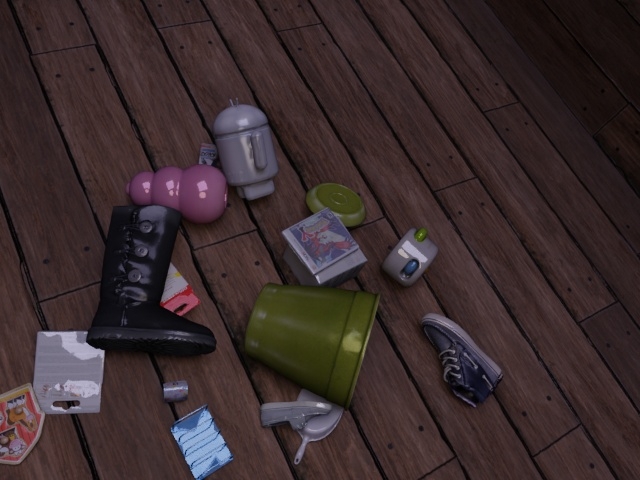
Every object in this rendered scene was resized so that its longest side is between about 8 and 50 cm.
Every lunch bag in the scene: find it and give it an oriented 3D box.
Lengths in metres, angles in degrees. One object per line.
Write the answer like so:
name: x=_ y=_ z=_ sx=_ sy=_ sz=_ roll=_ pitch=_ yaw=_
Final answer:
lunch bag: x=-0.427 y=0.443 z=1.623 sx=0.071 sy=0.083 sz=0.053 roll=-3 pitch=64 yaw=-17

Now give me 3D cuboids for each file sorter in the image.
file sorter: x=-0.335 y=0.573 z=1.568 sx=0.118 sy=0.104 sz=0.170 roll=-25 pitch=72 yaw=-25

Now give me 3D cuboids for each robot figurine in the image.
robot figurine: x=-0.265 y=-0.326 z=1.958 sx=0.199 sy=0.300 sz=0.354 roll=-21 pitch=109 yaw=-28

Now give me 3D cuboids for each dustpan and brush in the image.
dustpan and brush: x=-0.033 y=0.578 z=1.687 sx=0.147 sy=0.060 sz=0.211 roll=21 pitch=52 yaw=10

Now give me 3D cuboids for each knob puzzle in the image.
knob puzzle: x=-0.844 y=0.509 z=1.487 sx=0.213 sy=0.030 sz=0.213 roll=4 pitch=68 yaw=-10

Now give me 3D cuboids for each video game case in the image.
video game case: x=0.000 y=0.000 z=1.842 sx=0.201 sy=0.023 sz=0.183 roll=-29 pitch=72 yaw=-28

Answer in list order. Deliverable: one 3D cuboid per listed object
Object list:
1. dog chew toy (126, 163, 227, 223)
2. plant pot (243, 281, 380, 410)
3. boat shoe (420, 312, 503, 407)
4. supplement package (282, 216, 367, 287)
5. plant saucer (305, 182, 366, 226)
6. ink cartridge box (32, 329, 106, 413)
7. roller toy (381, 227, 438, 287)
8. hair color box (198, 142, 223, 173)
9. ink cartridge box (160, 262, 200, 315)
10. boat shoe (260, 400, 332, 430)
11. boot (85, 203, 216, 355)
dog chew toy: x=-0.487 y=-0.164 z=1.872 sx=0.331 sy=0.207 sz=0.207 roll=4 pitch=61 yaw=-5
plant pot: x=-0.034 y=0.286 z=1.691 sx=0.352 sy=0.366 sz=0.367 roll=16 pitch=59 yaw=6
boat shoe: x=0.455 y=0.406 z=1.866 sx=0.340 sy=0.127 sz=0.158 roll=41 pitch=52 yaw=7
supplement package: x=0.013 y=0.062 z=1.913 sx=0.203 sy=0.149 sz=0.194 roll=-25 pitch=71 yaw=-26
plant saucer: x=0.064 y=-0.145 z=2.059 sx=0.240 sy=0.037 sz=0.241 roll=13 pitch=40 yaw=-11
ink cartridge box: x=-0.729 y=0.379 z=1.604 sx=0.189 sy=0.066 sz=0.233 roll=3 pitch=83 yaw=-15
roller toy: x=0.325 y=0.067 z=1.978 sx=0.146 sy=0.209 sz=0.191 roll=39 pitch=73 yaw=6
hair color box: x=-0.404 y=-0.274 z=2.032 sx=0.093 sy=0.053 sz=0.167 roll=6 pitch=62 yaw=-14
ink cartridge box: x=-0.502 y=0.156 z=1.758 sx=0.134 sy=0.078 sz=0.231 roll=-35 pitch=76 yaw=-27
boat shoe: x=-0.073 y=0.526 z=1.647 sx=0.227 sy=0.079 sz=0.081 roll=-8 pitch=65 yaw=17
boot: x=-0.477 y=0.109 z=1.672 sx=0.366 sy=0.146 sz=0.445 roll=7 pitch=59 yaw=-10
